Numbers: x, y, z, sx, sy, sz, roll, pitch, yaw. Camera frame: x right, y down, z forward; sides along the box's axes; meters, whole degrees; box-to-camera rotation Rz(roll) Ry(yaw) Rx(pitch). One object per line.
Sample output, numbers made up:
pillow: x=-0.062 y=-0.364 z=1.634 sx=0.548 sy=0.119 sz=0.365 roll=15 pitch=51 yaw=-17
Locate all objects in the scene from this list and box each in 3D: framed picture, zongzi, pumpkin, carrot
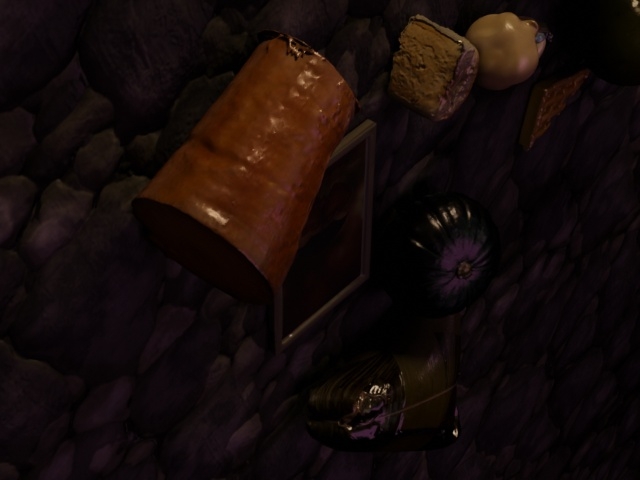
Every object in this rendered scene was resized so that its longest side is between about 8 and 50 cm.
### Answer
framed picture: x=0.000 y=0.000 z=1.978 sx=0.211 sy=0.020 sz=0.289 roll=-38 pitch=146 yaw=-35
zongzi: x=0.109 y=0.165 z=2.220 sx=0.289 sy=0.154 sz=0.317 roll=13 pitch=85 yaw=-57
pumpkin: x=0.174 y=0.022 z=2.145 sx=0.194 sy=0.150 sz=0.194 roll=-28 pitch=128 yaw=-44
carrot: x=-0.068 y=-0.082 z=1.626 sx=0.254 sy=0.196 sz=0.196 roll=-57 pitch=152 yaw=-16

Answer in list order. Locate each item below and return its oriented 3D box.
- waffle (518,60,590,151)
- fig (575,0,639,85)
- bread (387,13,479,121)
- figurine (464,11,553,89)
waffle: x=0.398 y=-0.228 z=2.401 sx=0.191 sy=0.032 sz=0.125 roll=-26 pitch=135 yaw=-45
fig: x=0.480 y=-0.333 z=2.299 sx=0.203 sy=0.203 sz=0.225 roll=-37 pitch=176 yaw=-37
bread: x=0.151 y=-0.223 z=1.924 sx=0.082 sy=0.106 sz=0.125 roll=-11 pitch=127 yaw=-54
figurine: x=0.271 y=-0.275 z=2.089 sx=0.196 sy=0.114 sz=0.108 roll=-26 pitch=114 yaw=-63
